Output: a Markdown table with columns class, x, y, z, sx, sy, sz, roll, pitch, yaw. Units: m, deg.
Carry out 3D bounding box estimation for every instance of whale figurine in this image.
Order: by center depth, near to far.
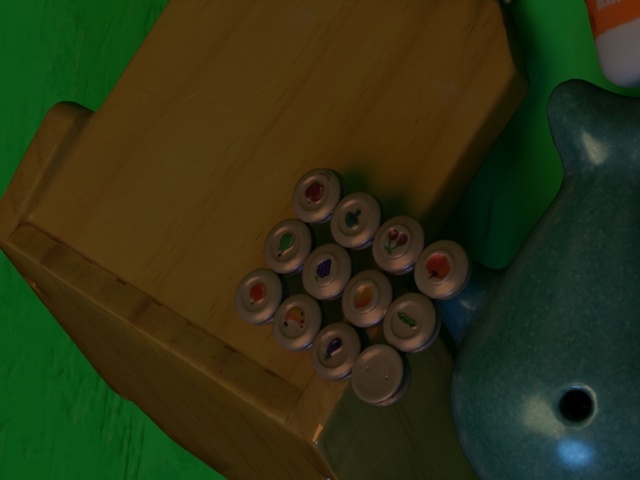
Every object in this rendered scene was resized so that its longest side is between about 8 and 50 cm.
| class | x | y | z | sx | sy | sz | roll | pitch | yaw |
| --- | --- | --- | --- | --- | --- | --- | --- | --- | --- |
| whale figurine | 0.168 | 0.041 | 1.164 | 0.216 | 0.141 | 0.272 | 9 | 95 | 16 |

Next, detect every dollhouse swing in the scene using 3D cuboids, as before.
| class | x | y | z | sx | sy | sz | roll | pitch | yaw |
| --- | --- | --- | --- | --- | --- | --- | --- | --- | --- |
| dollhouse swing | 0.000 | 0.000 | 1.401 | 0.347 | 0.305 | 0.315 | 28 | 159 | 38 |

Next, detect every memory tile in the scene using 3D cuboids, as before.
| class | x | y | z | sx | sy | sz | roll | pitch | yaw |
| --- | --- | --- | --- | --- | --- | --- | --- | --- | --- |
| memory tile | 0.017 | 0.027 | 1.205 | 0.148 | 0.012 | 0.113 | 32 | 92 | 37 |

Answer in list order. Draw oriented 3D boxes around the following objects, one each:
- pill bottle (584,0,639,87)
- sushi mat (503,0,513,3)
| class | x | y | z | sx | sy | sz | roll | pitch | yaw |
| --- | --- | --- | --- | --- | --- | --- | --- | --- | --- |
| pill bottle | 0.210 | -0.292 | 1.003 | 0.224 | 0.224 | 0.392 | -14 | 89 | 46 |
| sushi mat | 0.109 | -0.322 | 1.248 | 0.151 | 0.019 | 0.316 | 34 | 121 | 35 |
